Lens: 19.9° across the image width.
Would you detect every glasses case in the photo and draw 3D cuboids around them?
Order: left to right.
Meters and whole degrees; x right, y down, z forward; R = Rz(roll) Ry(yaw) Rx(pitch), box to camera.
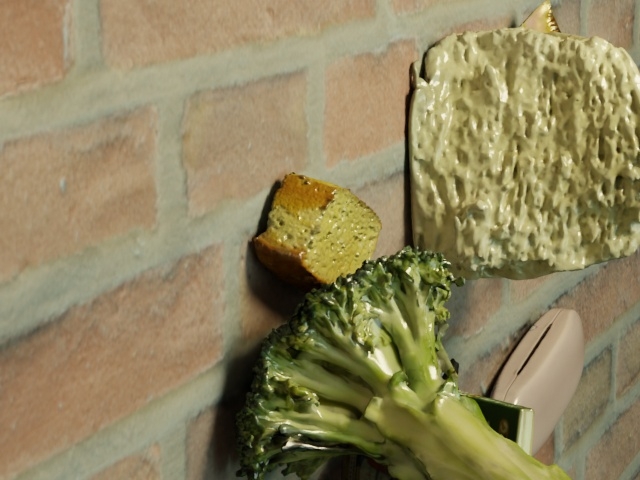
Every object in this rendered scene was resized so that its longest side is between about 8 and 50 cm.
[{"bbox_3d":[0.287,0.191,2.416,0.297,0.075,0.113,-47,136,-54],"label":"glasses case"}]

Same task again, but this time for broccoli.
[{"bbox_3d":[0.116,0.163,1.673,0.221,0.361,0.252,93,21,-46],"label":"broccoli"}]

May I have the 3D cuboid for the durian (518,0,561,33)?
[{"bbox_3d":[0.287,-0.130,2.321,0.195,0.186,0.305,93,-1,-79],"label":"durian"}]

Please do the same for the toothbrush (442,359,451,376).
[{"bbox_3d":[0.106,0.179,2.088,0.219,0.016,0.019,-34,118,-58],"label":"toothbrush"}]

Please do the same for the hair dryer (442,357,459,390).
[{"bbox_3d":[0.122,0.252,2.065,0.255,0.070,0.128,-66,151,-30],"label":"hair dryer"}]

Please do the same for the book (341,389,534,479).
[{"bbox_3d":[0.109,0.245,1.835,0.027,0.264,0.202,4,94,-37],"label":"book"}]

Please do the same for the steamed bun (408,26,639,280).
[{"bbox_3d":[0.262,-0.089,2.062,0.273,0.272,0.290,-1,101,-66],"label":"steamed bun"}]

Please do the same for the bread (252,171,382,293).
[{"bbox_3d":[0.000,0.000,1.754,0.187,0.065,0.103,39,67,-61],"label":"bread"}]
